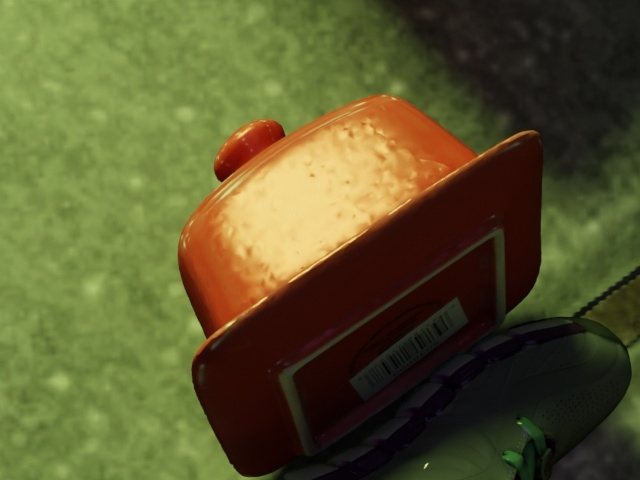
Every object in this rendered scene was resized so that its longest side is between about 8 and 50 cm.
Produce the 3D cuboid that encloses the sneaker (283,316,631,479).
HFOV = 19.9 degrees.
[{"bbox_3d":[0.052,0.115,0.723,0.224,0.098,0.083,-30,131,-19],"label":"sneaker"}]

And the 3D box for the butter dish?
[{"bbox_3d":[0.000,0.000,0.736,0.160,0.160,0.118,-34,66,-9],"label":"butter dish"}]
